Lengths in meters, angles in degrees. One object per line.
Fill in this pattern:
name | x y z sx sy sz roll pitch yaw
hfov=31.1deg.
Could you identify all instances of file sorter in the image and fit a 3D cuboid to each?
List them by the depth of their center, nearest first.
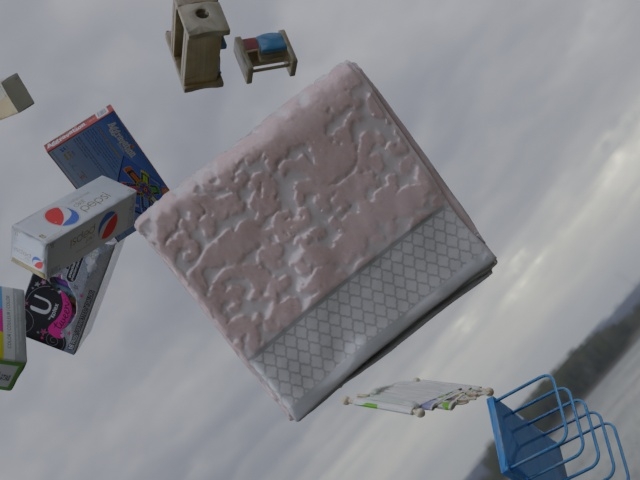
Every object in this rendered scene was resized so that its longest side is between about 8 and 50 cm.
file sorter | 0.320 0.273 1.538 0.104 0.118 0.170 -32 -50 26

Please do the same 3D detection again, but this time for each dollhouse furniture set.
dollhouse furniture set | -0.138 -0.332 1.796 0.184 0.129 0.129 -12 -31 -18

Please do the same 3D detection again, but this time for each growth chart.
growth chart | 0.170 0.256 1.902 0.237 0.172 0.021 -5 -81 -53

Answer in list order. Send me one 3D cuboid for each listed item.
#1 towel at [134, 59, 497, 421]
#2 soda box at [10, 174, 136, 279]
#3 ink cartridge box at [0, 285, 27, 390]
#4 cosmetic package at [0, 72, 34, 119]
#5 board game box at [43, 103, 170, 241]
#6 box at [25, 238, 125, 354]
towel | 0.000 0.000 1.380 0.332 0.317 0.053 -38 -2 -7
soda box | -0.378 -0.023 1.780 0.216 0.074 0.069 -39 -33 -52
ink cartridge box | -0.443 0.098 1.304 0.209 0.109 0.062 12 -48 -28
cosmetic package | -0.531 -0.229 1.894 0.115 0.060 0.041 -13 23 39
board game box | -0.392 -0.123 2.192 0.145 0.027 0.281 -32 -42 -2
box | -0.512 0.079 2.352 0.163 0.142 0.247 -86 17 -77
